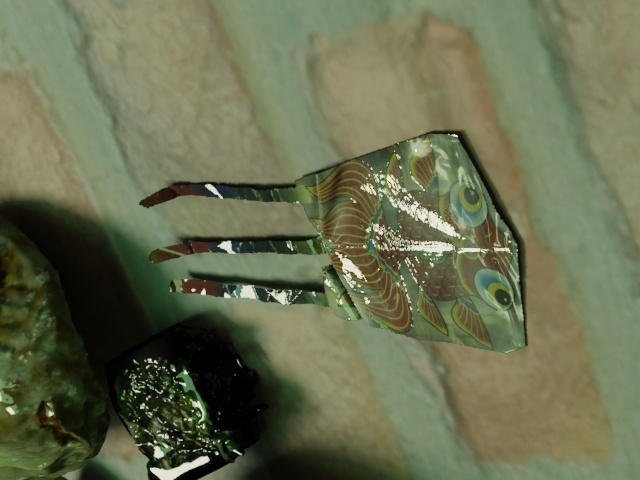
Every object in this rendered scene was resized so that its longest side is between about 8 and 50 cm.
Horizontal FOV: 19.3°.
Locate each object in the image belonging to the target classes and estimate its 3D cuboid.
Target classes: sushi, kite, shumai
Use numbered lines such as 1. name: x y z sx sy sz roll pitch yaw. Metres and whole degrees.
1. sushi: -0.074 0.090 1.073 0.085 0.056 0.083 -29 93 46
2. kite: 0.001 -0.001 0.980 0.229 0.016 0.127 3 119 32
3. shumai: -0.218 0.079 1.092 0.184 0.142 0.184 42 147 36

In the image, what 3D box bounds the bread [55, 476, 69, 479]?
1. bread: -0.151 0.207 1.214 0.154 0.054 0.136 0 121 31
